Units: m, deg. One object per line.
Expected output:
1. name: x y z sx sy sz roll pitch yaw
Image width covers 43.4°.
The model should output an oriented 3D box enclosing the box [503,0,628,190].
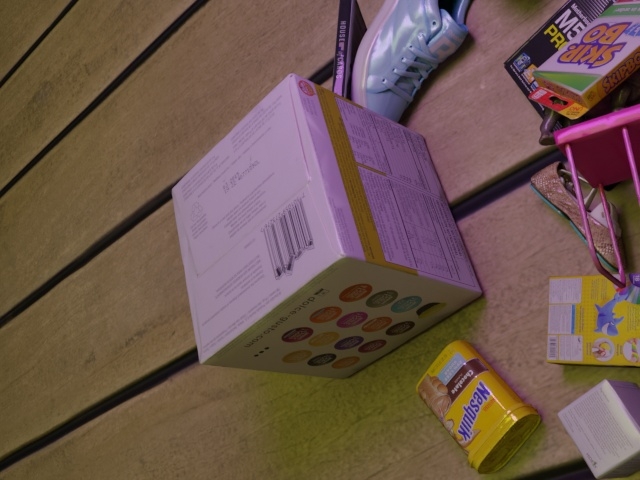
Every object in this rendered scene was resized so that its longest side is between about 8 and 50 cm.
1. box: 0.424 -0.242 1.185 0.216 0.060 0.270 -44 53 28

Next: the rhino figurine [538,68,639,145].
1. rhino figurine: 0.413 -0.204 1.091 0.243 0.073 0.106 -17 58 37

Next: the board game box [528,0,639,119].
1. board game box: 0.403 -0.270 1.081 0.259 0.039 0.124 -43 30 4

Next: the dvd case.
1. dvd case: 0.055 -0.313 1.491 0.030 0.179 0.238 2 80 12

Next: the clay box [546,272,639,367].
1. clay box: 0.423 0.110 1.100 0.222 0.053 0.127 -4 76 42

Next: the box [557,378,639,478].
1. box: 0.391 0.249 1.061 0.087 0.101 0.102 -44 52 27

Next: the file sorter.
1. file sorter: 0.466 -0.064 0.962 0.291 0.202 0.182 -17 70 27

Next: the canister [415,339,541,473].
1. canister: 0.236 0.251 1.233 0.126 0.073 0.170 -56 46 17

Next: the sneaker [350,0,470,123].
1. sneaker: 0.171 -0.347 1.406 0.150 0.135 0.365 26 99 47

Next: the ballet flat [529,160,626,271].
1. ballet flat: 0.385 -0.044 1.166 0.067 0.073 0.206 -50 52 20

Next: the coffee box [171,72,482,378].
1. coffee box: 0.000 0.000 1.340 0.338 0.334 0.338 -37 54 33
